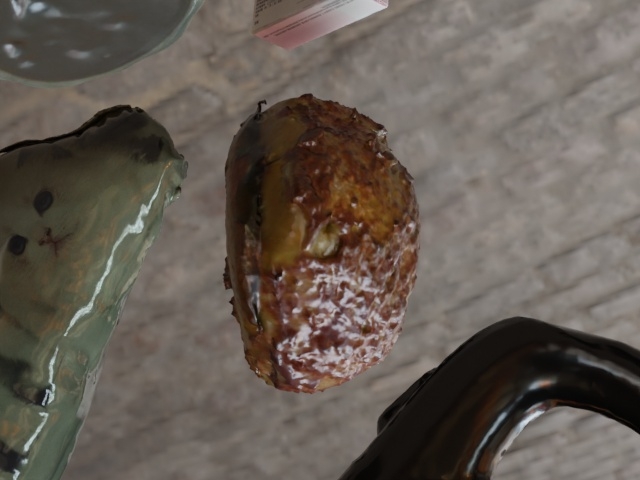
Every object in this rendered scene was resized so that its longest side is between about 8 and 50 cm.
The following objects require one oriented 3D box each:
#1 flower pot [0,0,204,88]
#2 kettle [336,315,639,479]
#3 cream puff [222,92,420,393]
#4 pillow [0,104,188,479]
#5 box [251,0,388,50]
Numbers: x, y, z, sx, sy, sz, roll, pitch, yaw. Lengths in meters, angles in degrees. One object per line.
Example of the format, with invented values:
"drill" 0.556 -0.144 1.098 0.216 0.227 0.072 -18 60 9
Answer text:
"flower pot" -0.181 -0.227 1.024 0.246 0.195 0.246 -16 152 -9
"kettle" 0.059 0.180 0.534 0.207 0.271 0.250 -15 134 -54
"cream puff" 0.000 -0.001 1.261 0.164 0.240 0.240 -3 154 10
"pillow" -0.125 0.060 0.486 0.093 0.241 0.051 25 179 9
"box" 0.001 -0.219 1.304 0.043 0.089 0.125 21 155 -38
